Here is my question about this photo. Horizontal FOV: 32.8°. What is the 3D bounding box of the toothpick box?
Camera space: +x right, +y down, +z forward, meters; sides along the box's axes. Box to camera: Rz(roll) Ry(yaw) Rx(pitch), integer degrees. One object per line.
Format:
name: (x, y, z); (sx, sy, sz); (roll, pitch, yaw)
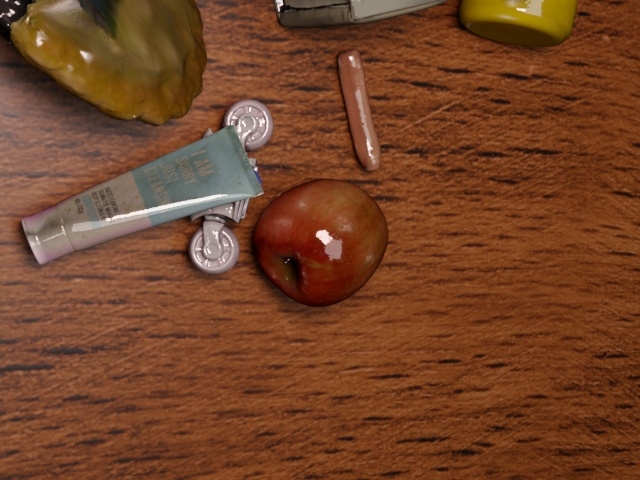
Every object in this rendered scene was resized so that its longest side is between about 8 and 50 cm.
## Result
toothpick box: (0.320, -0.445, 1.657); (0.175, 0.175, 0.271); (12, 89, -27)

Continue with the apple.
apple: (0.000, 0.000, 1.571); (0.168, 0.181, 0.181); (-50, 118, -36)

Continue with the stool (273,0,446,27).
stool: (0.039, -0.436, 1.475); (0.170, 0.243, 0.270); (-18, 106, -23)

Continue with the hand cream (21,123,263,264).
hand cream: (-0.238, -0.054, 1.456); (0.312, 0.070, 0.111); (-24, 74, -7)

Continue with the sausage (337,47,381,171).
sausage: (0.059, -0.195, 1.637); (0.043, 0.043, 0.186); (-18, 105, -23)

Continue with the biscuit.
biscuit: (-0.255, -0.314, 1.370); (0.329, 0.078, 0.335); (14, 65, -56)

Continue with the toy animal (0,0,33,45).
toy animal: (-0.439, -0.323, 1.303); (0.343, 0.168, 0.106); (31, 89, -43)

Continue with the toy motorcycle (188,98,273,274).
toy motorcycle: (-0.139, -0.079, 1.538); (0.112, 0.112, 0.254); (16, 90, -28)
